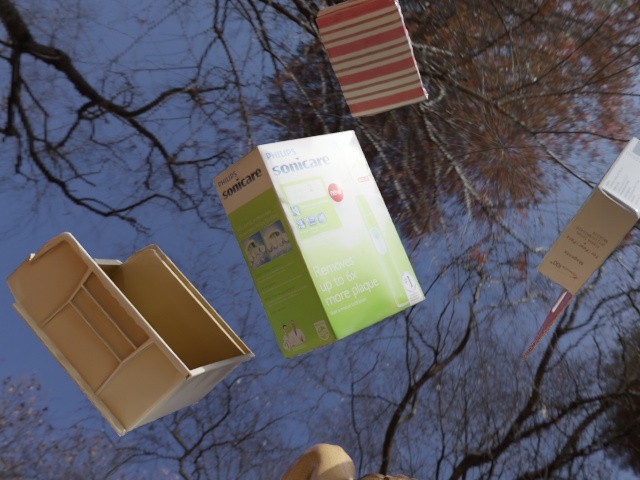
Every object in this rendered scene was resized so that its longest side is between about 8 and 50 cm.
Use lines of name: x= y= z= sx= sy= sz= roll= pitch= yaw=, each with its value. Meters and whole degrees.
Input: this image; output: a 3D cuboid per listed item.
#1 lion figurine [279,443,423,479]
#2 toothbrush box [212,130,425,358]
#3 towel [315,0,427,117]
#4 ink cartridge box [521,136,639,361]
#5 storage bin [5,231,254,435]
lion figurine: x=0.013 y=0.336 z=0.901 sx=0.142 sy=0.392 sz=0.240 roll=37 pitch=-94 yaw=-24
toothbrush box: x=0.000 y=0.000 z=1.066 sx=0.122 sy=0.206 sz=0.283 roll=-29 pitch=-99 yaw=44
towel: x=0.088 y=-0.308 z=1.221 sx=0.144 sy=0.029 sz=0.197 roll=-8 pitch=-61 yaw=29
ink cartridge box: x=0.340 y=0.003 z=0.954 sx=0.060 sy=0.275 sz=0.238 roll=37 pitch=-56 yaw=13
storage bin: x=-0.255 y=0.115 z=1.015 sx=0.123 sy=0.262 sz=0.260 roll=-44 pitch=-100 yaw=6
